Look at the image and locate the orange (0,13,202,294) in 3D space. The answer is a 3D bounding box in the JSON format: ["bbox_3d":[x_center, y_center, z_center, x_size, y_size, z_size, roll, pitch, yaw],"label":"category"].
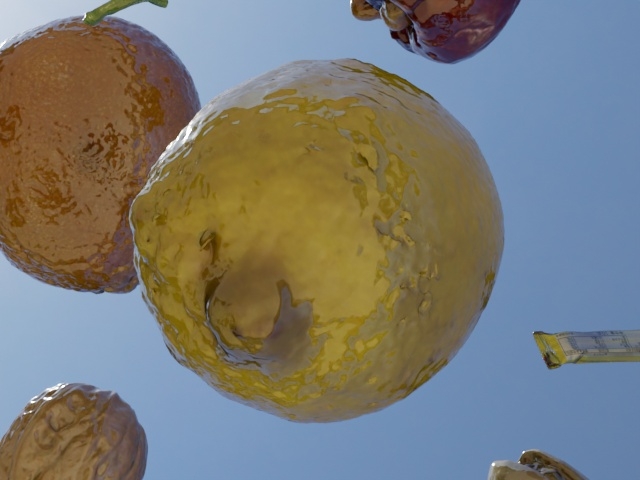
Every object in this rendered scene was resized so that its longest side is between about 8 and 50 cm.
[{"bbox_3d":[-0.300,-0.106,1.561,0.322,0.322,0.356,-2,-85,35],"label":"orange"}]

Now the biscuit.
[{"bbox_3d":[0.355,0.110,1.263,0.048,0.292,0.026,-115,-147,-48],"label":"biscuit"}]

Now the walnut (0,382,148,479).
[{"bbox_3d":[-0.332,0.295,1.597,0.213,0.213,0.213,-6,-100,34],"label":"walnut"}]

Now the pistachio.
[{"bbox_3d":[0.228,0.284,1.168,0.124,0.124,0.185,-47,-130,20],"label":"pistachio"}]

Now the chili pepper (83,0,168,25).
[{"bbox_3d":[-0.177,-0.213,1.100,0.017,0.083,0.030,61,-21,16],"label":"chili pepper"}]

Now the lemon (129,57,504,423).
[{"bbox_3d":[0.000,0.000,0.836,0.245,0.320,0.245,5,-73,18],"label":"lemon"}]

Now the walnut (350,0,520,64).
[{"bbox_3d":[0.145,-0.348,1.367,0.269,0.222,0.244,-53,-162,2],"label":"walnut"}]
